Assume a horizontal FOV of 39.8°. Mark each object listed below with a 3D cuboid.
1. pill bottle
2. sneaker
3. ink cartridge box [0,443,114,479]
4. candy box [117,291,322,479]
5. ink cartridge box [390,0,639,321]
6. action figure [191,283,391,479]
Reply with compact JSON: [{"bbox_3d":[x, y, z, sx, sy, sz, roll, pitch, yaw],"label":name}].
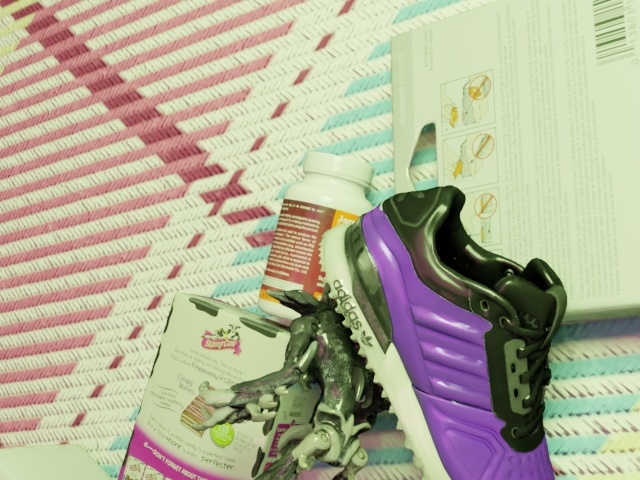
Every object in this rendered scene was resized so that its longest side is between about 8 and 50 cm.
[{"bbox_3d":[0.000,0.000,0.806,0.086,0.086,0.152,12,88,35],"label":"pill bottle"},{"bbox_3d":[0.125,0.089,0.648,0.146,0.102,0.293,-32,87,28],"label":"sneaker"},{"bbox_3d":[-0.243,0.379,0.862,0.306,0.131,0.226,31,98,33],"label":"ink cartridge box"},{"bbox_3d":[-0.096,0.183,0.841,0.159,0.071,0.233,18,91,35],"label":"candy box"},{"bbox_3d":[0.171,-0.069,0.725,0.239,0.060,0.275,-11,74,42],"label":"ink cartridge box"},{"bbox_3d":[-0.016,0.145,0.697,0.141,0.164,0.275,-21,46,36],"label":"action figure"}]
